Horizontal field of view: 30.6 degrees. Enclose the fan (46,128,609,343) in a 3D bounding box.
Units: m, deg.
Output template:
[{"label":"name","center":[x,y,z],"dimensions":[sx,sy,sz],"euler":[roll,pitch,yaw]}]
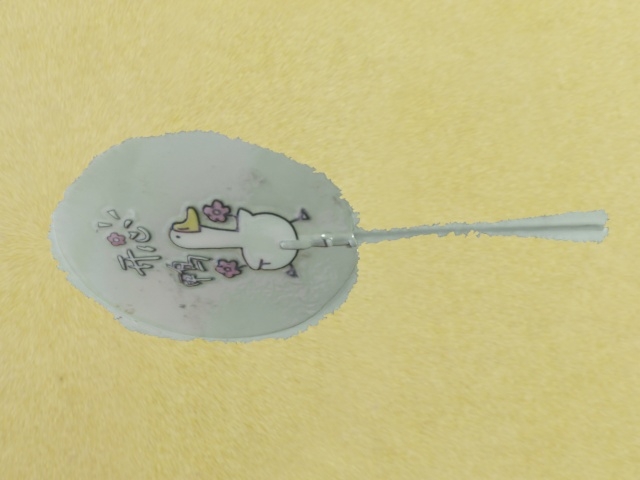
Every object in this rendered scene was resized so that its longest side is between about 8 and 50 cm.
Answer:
[{"label":"fan","center":[0.000,0.001,0.854],"dimensions":[0.415,0.233,0.012],"euler":[-5,48,9]}]
